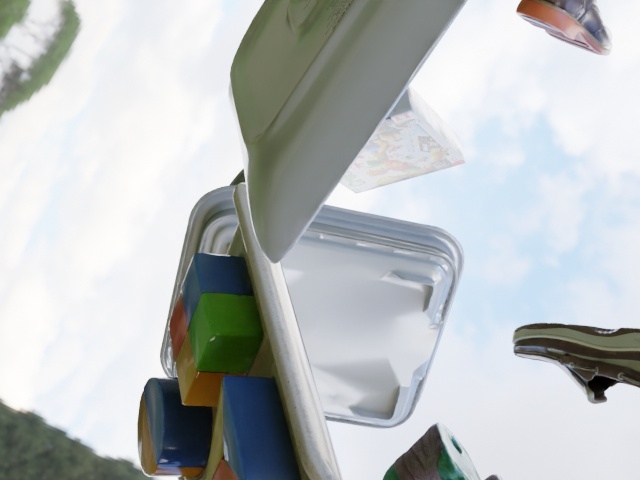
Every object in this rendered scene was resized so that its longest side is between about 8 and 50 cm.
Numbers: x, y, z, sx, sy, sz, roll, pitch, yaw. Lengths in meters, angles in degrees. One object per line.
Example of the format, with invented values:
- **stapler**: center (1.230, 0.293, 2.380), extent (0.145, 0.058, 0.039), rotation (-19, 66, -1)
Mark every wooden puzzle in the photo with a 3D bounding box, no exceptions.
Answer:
- **wooden puzzle**: center (-0.087, 0.177, 1.027), extent (0.322, 0.080, 0.348), rotation (-108, -152, -43)

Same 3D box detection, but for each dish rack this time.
- **dish rack**: center (-0.010, 0.097, 1.443), extent (0.072, 0.333, 0.285), rotation (-99, -158, -63)

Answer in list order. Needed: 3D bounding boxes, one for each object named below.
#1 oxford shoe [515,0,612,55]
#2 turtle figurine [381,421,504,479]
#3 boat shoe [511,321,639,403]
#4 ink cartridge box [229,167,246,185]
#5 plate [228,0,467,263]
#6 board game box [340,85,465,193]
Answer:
- **oxford shoe**: center (0.362, -0.323, 1.701), extent (0.097, 0.271, 0.098), rotation (26, -80, 25)
- **turtle figurine**: center (-0.001, 0.197, 0.657), extent (0.234, 0.175, 0.118), rotation (-38, -117, 9)
- **boat shoe**: center (0.345, 0.159, 1.556), extent (0.257, 0.095, 0.095), rotation (-2, -105, 51)
- **ink cartridge box**: center (0.000, 0.000, 1.593), extent (0.066, 0.232, 0.189), rotation (-51, -156, -4)
- **plate**: center (0.018, -0.154, 0.751), extent (0.277, 0.045, 0.278), rotation (-54, -159, 16)
- **board game box**: center (0.088, -0.151, 1.856), extent (0.193, 0.305, 0.053), rotation (-15, -106, 18)
